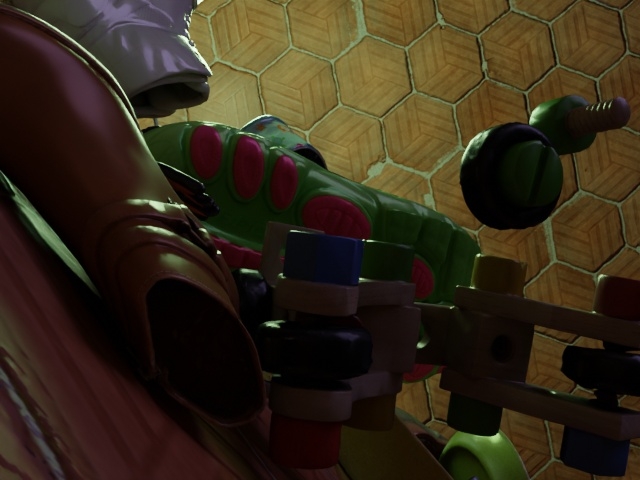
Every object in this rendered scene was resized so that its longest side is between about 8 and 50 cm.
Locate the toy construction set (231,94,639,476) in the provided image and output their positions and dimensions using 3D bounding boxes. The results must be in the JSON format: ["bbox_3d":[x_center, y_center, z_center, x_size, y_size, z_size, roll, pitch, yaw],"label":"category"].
[{"bbox_3d":[0.058,0.097,0.519,0.237,0.257,0.309,-2,-74,65],"label":"toy construction set"}]

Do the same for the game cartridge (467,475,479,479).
[{"bbox_3d":[0.146,0.228,0.693,0.056,0.017,0.083,52,-3,18],"label":"game cartridge"}]

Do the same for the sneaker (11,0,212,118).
[{"bbox_3d":[-0.169,-0.212,0.851,0.169,0.108,0.292,51,33,-4],"label":"sneaker"}]

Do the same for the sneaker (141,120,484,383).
[{"bbox_3d":[0.000,0.000,0.851,0.483,0.185,0.202,32,2,-33],"label":"sneaker"}]

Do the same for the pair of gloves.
[{"bbox_3d":[-0.101,-0.014,0.471,0.074,0.083,0.010,25,41,-5],"label":"pair of gloves"}]

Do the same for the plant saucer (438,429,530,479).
[{"bbox_3d":[0.208,0.364,1.076,0.241,0.037,0.241,180,-90,-71],"label":"plant saucer"}]

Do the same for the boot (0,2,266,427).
[{"bbox_3d":[-0.094,-0.014,0.357,0.197,0.073,0.152,49,0,-33],"label":"boot"}]

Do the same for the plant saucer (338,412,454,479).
[{"bbox_3d":[0.121,0.293,0.864,0.333,0.081,0.333,52,-5,-34],"label":"plant saucer"}]

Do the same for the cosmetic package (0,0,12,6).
[{"bbox_3d":[-0.359,-0.311,1.207,0.225,0.138,0.224,47,-20,3],"label":"cosmetic package"}]

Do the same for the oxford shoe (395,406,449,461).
[{"bbox_3d":[0.125,0.315,1.235,0.130,0.123,0.348,40,-10,33],"label":"oxford shoe"}]

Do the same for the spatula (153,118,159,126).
[{"bbox_3d":[-0.197,-0.128,0.937,0.084,0.030,0.296,-171,-115,-82],"label":"spatula"}]

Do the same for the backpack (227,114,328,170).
[{"bbox_3d":[-0.115,-0.070,1.257,0.191,0.253,0.225,47,-5,29],"label":"backpack"}]
